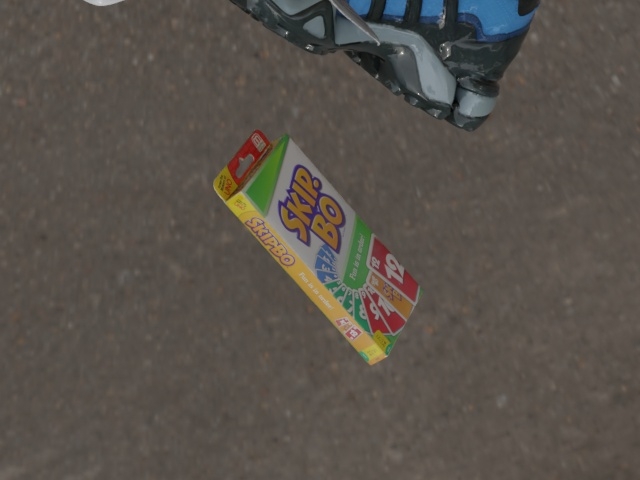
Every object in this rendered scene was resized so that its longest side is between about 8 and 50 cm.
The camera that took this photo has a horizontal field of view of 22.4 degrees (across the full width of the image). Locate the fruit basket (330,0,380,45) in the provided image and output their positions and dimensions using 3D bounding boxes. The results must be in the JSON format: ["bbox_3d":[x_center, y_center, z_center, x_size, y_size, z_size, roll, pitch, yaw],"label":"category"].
[{"bbox_3d":[-0.127,-0.229,0.709,0.165,0.327,0.353,-38,81,7],"label":"fruit basket"}]

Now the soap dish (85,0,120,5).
[{"bbox_3d":[-0.184,-0.363,1.629,0.291,0.229,0.118,-30,139,-35],"label":"soap dish"}]

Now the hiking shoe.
[{"bbox_3d":[0.022,-0.177,0.976,0.304,0.113,0.132,20,106,-48],"label":"hiking shoe"}]

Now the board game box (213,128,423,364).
[{"bbox_3d":[0.000,0.000,1.719,0.259,0.124,0.039,46,130,-11],"label":"board game box"}]
